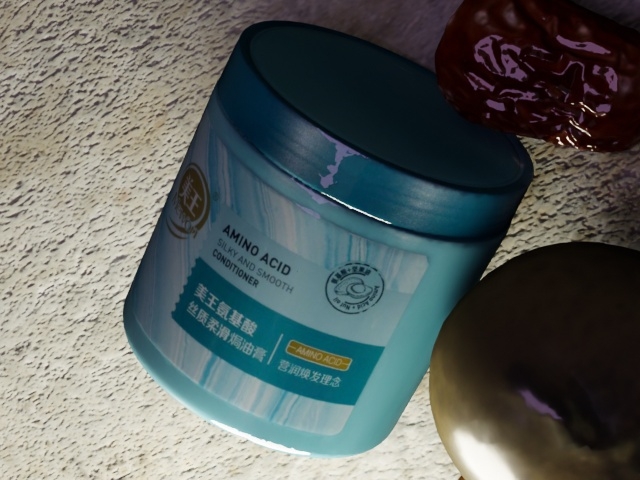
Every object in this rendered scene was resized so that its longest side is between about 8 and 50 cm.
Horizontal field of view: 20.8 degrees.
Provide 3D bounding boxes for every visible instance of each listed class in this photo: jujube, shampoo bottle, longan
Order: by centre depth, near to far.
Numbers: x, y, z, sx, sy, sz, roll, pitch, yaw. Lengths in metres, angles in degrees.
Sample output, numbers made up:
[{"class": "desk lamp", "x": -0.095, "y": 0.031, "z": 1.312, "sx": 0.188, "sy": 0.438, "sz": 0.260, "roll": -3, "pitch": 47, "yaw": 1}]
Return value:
[{"class": "longan", "x": 0.261, "y": 0.147, "z": 1.715, "sx": 0.318, "sy": 0.319, "sz": 0.319, "roll": 6, "pitch": 103, "yaw": 27}, {"class": "jujube", "x": 0.231, "y": -0.173, "z": 1.758, "sx": 0.230, "sy": 0.155, "sz": 0.155, "roll": 20, "pitch": 109, "yaw": 19}, {"class": "shampoo bottle", "x": 0.000, "y": 0.000, "z": 1.812, "sx": 0.331, "sy": 0.331, "sz": 0.343, "roll": 35, "pitch": 116, "yaw": 18}]

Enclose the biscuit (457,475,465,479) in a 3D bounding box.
[{"class": "biscuit", "x": 0.229, "y": 0.311, "z": 1.911, "sx": 0.192, "sy": 0.049, "sz": 0.192, "roll": 4, "pitch": 100, "yaw": 21}]
